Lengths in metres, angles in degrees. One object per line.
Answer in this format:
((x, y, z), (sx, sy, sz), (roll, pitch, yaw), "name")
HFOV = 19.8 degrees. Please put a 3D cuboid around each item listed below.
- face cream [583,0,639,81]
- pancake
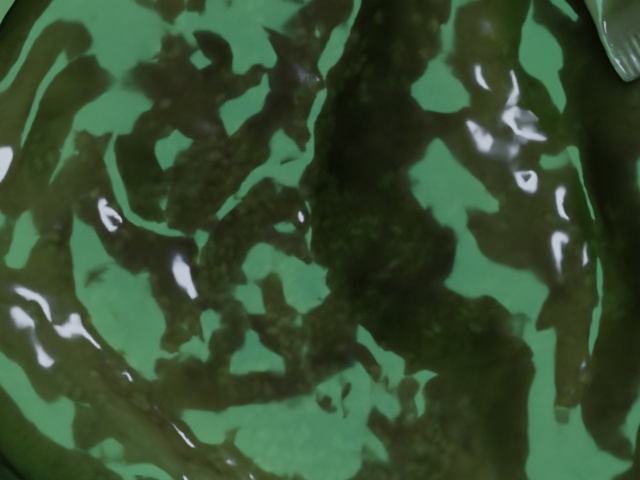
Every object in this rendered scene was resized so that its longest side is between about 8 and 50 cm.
((0.068, -0.226, 0.648), (0.137, 0.084, 0.341), (-28, 87, -31), "face cream")
((0.000, 0.000, 0.625), (0.294, 0.049, 0.294), (0, 82, -1), "pancake")
